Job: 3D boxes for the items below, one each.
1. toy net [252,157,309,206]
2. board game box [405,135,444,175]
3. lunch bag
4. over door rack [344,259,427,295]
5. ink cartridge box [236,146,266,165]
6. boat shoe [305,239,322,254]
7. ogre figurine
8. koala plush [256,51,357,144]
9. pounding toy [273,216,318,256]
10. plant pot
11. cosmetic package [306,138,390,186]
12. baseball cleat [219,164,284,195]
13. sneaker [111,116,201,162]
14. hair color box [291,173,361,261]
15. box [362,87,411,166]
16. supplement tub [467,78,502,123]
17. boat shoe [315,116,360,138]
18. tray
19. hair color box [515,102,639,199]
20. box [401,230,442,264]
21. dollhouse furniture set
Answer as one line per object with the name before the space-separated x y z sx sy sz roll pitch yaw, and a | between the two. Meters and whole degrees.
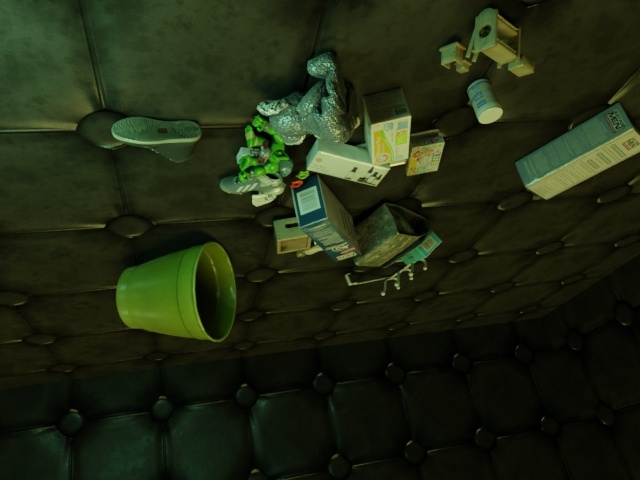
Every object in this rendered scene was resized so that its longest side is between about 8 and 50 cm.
toy net | -0.139 -0.181 1.736 0.122 0.045 0.232 6 150 -36
board game box | 0.328 -0.265 1.714 0.103 0.026 0.154 -11 153 -2
lunch bag | 0.276 -0.009 2.118 0.235 0.169 0.286 -37 153 33
over door rack | 0.311 0.164 2.537 0.324 0.108 0.239 6 148 -32
ink cartridge box | -0.199 -0.246 1.593 0.083 0.028 0.048 3 152 -28
boat shoe | 0.000 0.000 2.103 0.226 0.083 0.075 -29 150 31
ogre figurine | -0.156 -0.250 1.519 0.118 0.096 0.197 0 108 -33
koala plush | -0.035 -0.320 1.363 0.221 0.204 0.196 -8 156 20
pounding toy | -0.082 -0.014 2.034 0.180 0.094 0.206 -10 158 -9
plant pot | -0.547 0.199 2.025 0.352 0.367 0.366 -5 156 13
cosmetic package | 0.085 -0.237 1.653 0.238 0.061 0.099 11 145 -19
baseball cleat | -0.210 -0.189 1.637 0.205 0.072 0.110 3 143 6
sneaker | -0.429 -0.253 1.419 0.221 0.083 0.118 -1 152 -23
hair color box | 0.024 -0.067 1.880 0.105 0.174 0.347 -19 153 16
box | 0.186 -0.316 1.535 0.114 0.103 0.203 -13 154 1
supplement tub | 0.456 -0.387 1.504 0.070 0.107 0.071 -10 153 -5
boat shoe | 0.047 -0.321 1.535 0.136 0.049 0.043 -17 -167 7
tray | 0.242 -0.276 1.722 0.270 0.030 0.145 -12 153 -1
hair color box | 0.895 -0.296 1.870 0.185 0.114 0.374 15 143 -44
box | 0.408 0.034 2.244 0.100 0.060 0.244 -43 180 -14
dollhouse furniture set | 0.420 -0.480 1.365 0.181 0.101 0.160 12 170 -40
